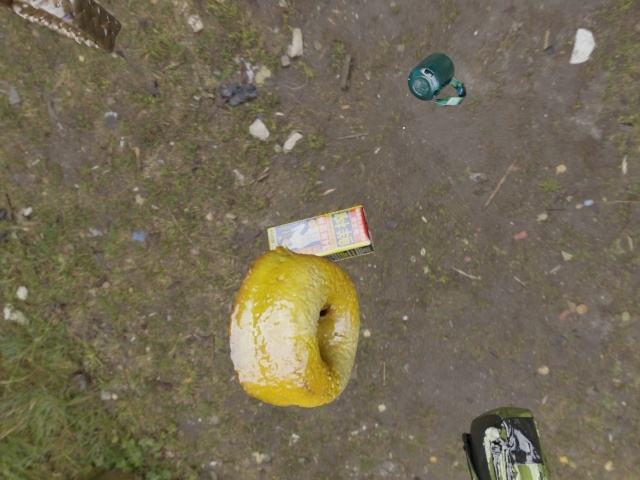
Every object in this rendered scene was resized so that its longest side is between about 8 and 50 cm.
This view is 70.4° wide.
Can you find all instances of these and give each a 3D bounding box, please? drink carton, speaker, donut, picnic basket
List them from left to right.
[{"bbox_3d":[-0.362,-0.314,0.594,0.193,0.110,0.055,24,92,11],"label":"picnic basket"},{"bbox_3d":[-0.012,0.098,0.496,0.074,0.174,0.190,-4,136,28],"label":"donut"},{"bbox_3d":[0.000,0.000,0.746,0.165,0.056,0.071,-13,68,10],"label":"drink carton"},{"bbox_3d":[0.198,-0.263,0.766,0.094,0.075,0.060,50,149,-11],"label":"speaker"}]

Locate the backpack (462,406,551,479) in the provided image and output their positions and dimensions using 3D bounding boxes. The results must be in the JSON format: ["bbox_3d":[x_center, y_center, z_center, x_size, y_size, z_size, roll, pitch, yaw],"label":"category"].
[{"bbox_3d":[0.420,0.513,1.020,0.139,0.207,0.254,1,59,-6],"label":"backpack"}]
